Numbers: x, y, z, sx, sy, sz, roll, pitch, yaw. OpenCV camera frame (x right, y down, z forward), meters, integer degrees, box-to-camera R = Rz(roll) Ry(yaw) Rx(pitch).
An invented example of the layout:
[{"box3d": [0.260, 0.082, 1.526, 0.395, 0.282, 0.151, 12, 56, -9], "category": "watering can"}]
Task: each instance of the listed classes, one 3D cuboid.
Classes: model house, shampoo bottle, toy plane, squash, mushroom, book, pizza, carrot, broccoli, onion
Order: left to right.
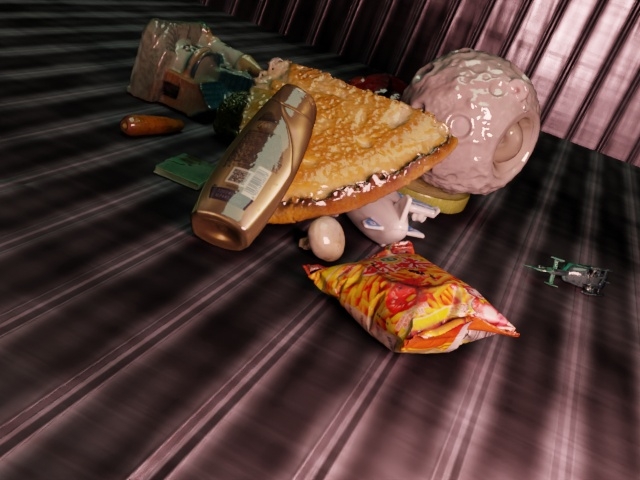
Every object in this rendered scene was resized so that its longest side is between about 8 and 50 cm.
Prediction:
[{"box3d": [-0.357, -0.252, 1.718, 0.047, 0.047, 0.191, 30, 23, 25], "category": "carrot"}, {"box3d": [-0.259, -0.139, 1.562, 0.103, 0.017, 0.135, 23, 22, 8], "category": "book"}, {"box3d": [-0.260, -0.402, 1.974, 0.325, 0.194, 0.267, 29, 23, 16], "category": "model house"}, {"box3d": [-0.165, -0.280, 1.832, 0.162, 0.146, 0.137, -5, 68, -22], "category": "broccoli"}, {"box3d": [-0.100, -0.138, 1.370, 0.126, 0.084, 0.350, 18, 53, 11], "category": "shampoo bottle"}, {"box3d": [-0.014, -0.158, 1.487, 0.435, 0.080, 0.392, 24, 56, 23], "category": "pizza"}, {"box3d": [0.000, 0.000, 1.389, 0.079, 0.085, 0.085, -19, 5, 28], "category": "mushroom"}, {"box3d": [0.131, -0.346, 2.104, 0.247, 0.190, 0.246, -20, 26, 11], "category": "onion"}, {"box3d": [0.113, -0.074, 1.578, 0.267, 0.122, 0.267, 16, 19, -6], "category": "toy plane"}, {"box3d": [0.241, -0.138, 1.930, 0.252, 0.048, 0.252, 16, 23, -7], "category": "squash"}, {"box3d": [0.534, 0.069, 1.664, 0.235, 0.060, 0.096, 7, 17, -36], "category": "toy plane"}]

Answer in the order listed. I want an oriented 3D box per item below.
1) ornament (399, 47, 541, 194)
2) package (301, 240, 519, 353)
[{"box3d": [0.335, -0.278, 1.840, 0.337, 0.337, 0.337, 16, 22, -7], "category": "ornament"}, {"box3d": [0.130, 0.095, 1.213, 0.224, 0.108, 0.288, -3, 23, -34], "category": "package"}]
